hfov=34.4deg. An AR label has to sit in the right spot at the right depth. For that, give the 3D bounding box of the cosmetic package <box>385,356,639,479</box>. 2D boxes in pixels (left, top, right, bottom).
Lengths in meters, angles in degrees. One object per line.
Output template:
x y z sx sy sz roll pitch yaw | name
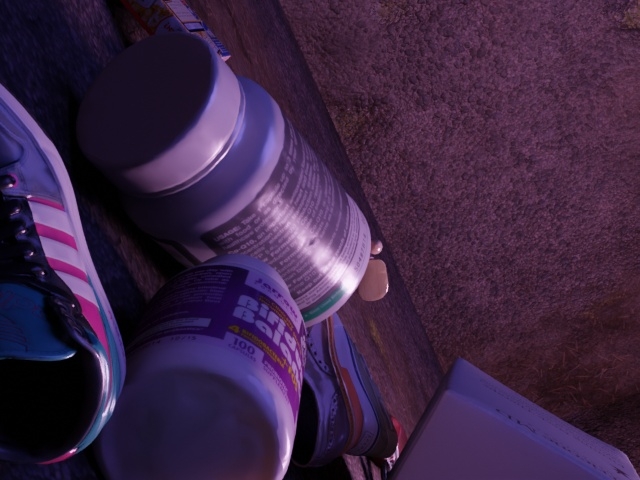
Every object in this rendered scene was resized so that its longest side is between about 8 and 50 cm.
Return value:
0.257 0.410 1.540 0.329 0.327 0.394 30 5 8 | cosmetic package

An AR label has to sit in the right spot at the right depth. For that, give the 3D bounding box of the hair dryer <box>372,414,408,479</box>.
0.118 0.434 1.920 0.293 0.080 0.223 -2 88 -74 | hair dryer

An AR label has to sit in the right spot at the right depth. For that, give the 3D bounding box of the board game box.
-0.213 -0.311 1.417 0.193 0.045 0.147 50 12 -5 | board game box

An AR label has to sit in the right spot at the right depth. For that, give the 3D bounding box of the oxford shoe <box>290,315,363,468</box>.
-0.053 0.124 1.369 0.363 0.130 0.133 65 22 5 | oxford shoe

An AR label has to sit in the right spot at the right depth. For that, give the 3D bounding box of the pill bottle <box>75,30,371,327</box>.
-0.100 -0.057 1.177 0.361 0.204 0.204 49 22 -50 | pill bottle

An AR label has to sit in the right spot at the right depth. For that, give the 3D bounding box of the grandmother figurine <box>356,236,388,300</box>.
0.000 0.000 1.820 0.208 0.104 0.342 19 14 -21 | grandmother figurine

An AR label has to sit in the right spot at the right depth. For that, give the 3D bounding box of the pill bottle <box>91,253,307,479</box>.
-0.099 0.119 0.977 0.301 0.169 0.169 -82 150 -70 | pill bottle

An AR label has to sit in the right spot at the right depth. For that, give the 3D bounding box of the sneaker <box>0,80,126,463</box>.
-0.217 0.027 0.674 0.178 0.124 0.295 -112 180 -71 | sneaker

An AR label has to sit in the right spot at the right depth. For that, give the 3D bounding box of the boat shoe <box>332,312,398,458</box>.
0.024 0.210 1.548 0.094 0.109 0.302 35 21 -39 | boat shoe
